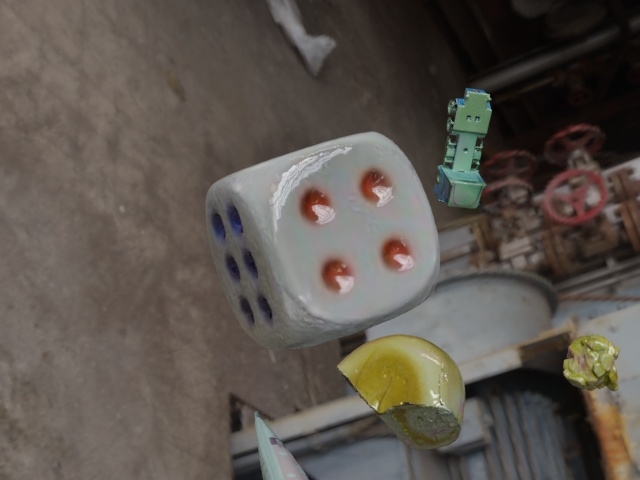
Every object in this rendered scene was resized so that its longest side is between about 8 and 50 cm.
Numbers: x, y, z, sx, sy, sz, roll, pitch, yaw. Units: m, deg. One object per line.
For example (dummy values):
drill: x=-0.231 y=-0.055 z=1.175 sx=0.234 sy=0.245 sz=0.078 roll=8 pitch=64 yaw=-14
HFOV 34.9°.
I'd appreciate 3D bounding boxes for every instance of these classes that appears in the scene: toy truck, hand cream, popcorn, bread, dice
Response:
toy truck: x=0.219 y=-0.133 z=1.510 sx=0.081 sy=0.067 sz=0.175 roll=-106 pitch=-156 yaw=-66
hand cream: x=-0.031 y=0.268 z=1.030 sx=0.085 sy=0.058 sz=0.331 roll=58 pitch=-4 yaw=-16
popcorn: x=0.458 y=0.207 z=1.718 sx=0.089 sy=0.097 sz=0.109 roll=32 pitch=-1 yaw=-24
bread: x=0.157 y=0.247 z=1.700 sx=0.158 sy=0.156 sz=0.261 roll=49 pitch=-4 yaw=-39
dice: x=0.000 y=0.000 z=1.074 sx=0.194 sy=0.192 sz=0.193 roll=-10 pitch=-80 yaw=64
